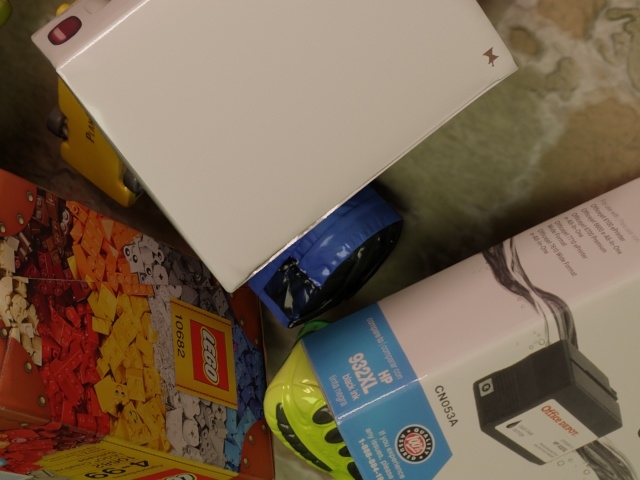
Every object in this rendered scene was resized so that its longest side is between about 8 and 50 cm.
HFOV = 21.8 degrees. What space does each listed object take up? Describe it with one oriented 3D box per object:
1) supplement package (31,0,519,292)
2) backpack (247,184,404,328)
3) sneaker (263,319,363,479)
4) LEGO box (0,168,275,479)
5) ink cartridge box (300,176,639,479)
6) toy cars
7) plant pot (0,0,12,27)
[{"bbox_3d":[-0.035,-0.134,1.180,0.262,0.145,0.204,-38,113,-4],"label":"supplement package"},{"bbox_3d":[0.000,0.000,1.374,0.101,0.098,0.120,48,128,5],"label":"backpack"},{"bbox_3d":[0.054,0.174,1.478,0.109,0.123,0.295,-2,143,28],"label":"sneaker"},{"bbox_3d":[-0.351,0.137,1.409,0.500,0.193,0.372,-16,156,26],"label":"LEGO box"},{"bbox_3d":[0.173,0.123,1.312,0.307,0.129,0.223,-26,119,-1],"label":"ink cartridge box"},{"bbox_3d":[-0.201,-0.205,1.289,0.176,0.087,0.393,3,128,49],"label":"toy cars"},{"bbox_3d":[-0.383,-0.169,1.246,0.207,0.227,0.228,-16,121,50],"label":"plant pot"}]
